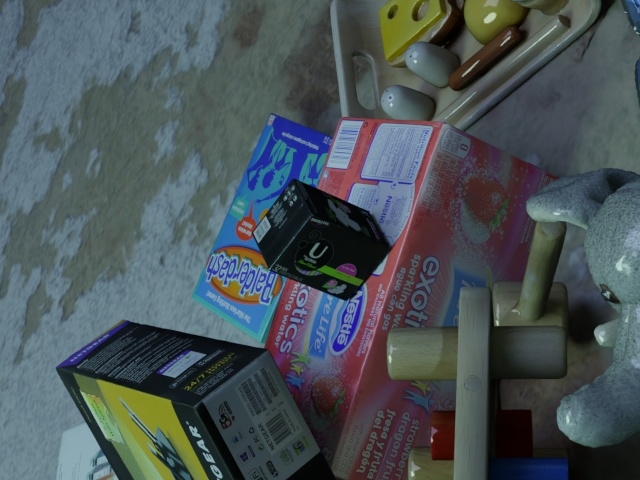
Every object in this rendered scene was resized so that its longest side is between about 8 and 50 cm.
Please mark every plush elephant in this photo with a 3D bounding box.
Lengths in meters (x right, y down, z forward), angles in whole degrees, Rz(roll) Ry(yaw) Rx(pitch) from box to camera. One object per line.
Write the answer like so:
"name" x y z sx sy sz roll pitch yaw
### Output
"plush elephant" 0.255 0.064 1.072 0.272 0.255 0.330 -10 57 69

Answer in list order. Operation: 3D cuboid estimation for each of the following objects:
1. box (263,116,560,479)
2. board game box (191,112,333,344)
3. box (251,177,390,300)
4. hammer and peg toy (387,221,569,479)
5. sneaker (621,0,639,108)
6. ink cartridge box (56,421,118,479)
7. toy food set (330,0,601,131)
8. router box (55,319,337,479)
"box" 0.065 0.059 1.475 0.154 0.142 0.300 7 77 56
"board game box" -0.038 -0.010 1.750 0.160 0.047 0.210 25 93 57
"box" 0.000 0.000 1.394 0.062 0.083 0.052 -52 38 21
"hammer and peg toy" 0.112 0.152 1.248 0.127 0.266 0.361 0 57 8
"sneaker" 0.291 -0.171 1.367 0.087 0.083 0.221 -23 57 30
"ink cartridge box" -0.159 0.237 1.700 0.176 0.128 0.127 -25 52 45
"toy food set" 0.121 -0.229 1.613 0.306 0.092 0.220 -39 43 36
"router box" -0.067 0.221 1.438 0.081 0.309 0.243 -36 21 -26
